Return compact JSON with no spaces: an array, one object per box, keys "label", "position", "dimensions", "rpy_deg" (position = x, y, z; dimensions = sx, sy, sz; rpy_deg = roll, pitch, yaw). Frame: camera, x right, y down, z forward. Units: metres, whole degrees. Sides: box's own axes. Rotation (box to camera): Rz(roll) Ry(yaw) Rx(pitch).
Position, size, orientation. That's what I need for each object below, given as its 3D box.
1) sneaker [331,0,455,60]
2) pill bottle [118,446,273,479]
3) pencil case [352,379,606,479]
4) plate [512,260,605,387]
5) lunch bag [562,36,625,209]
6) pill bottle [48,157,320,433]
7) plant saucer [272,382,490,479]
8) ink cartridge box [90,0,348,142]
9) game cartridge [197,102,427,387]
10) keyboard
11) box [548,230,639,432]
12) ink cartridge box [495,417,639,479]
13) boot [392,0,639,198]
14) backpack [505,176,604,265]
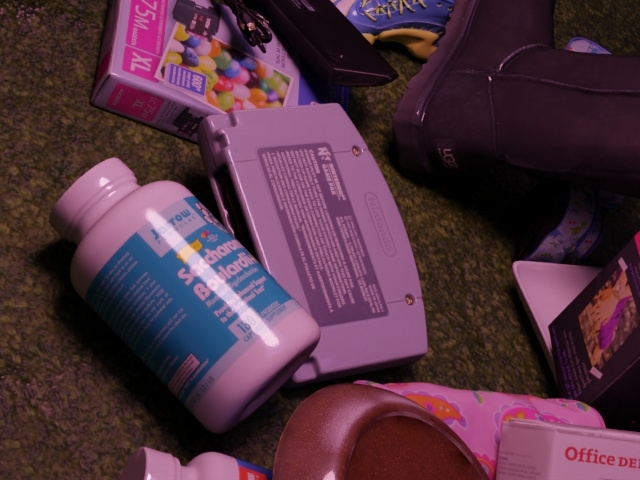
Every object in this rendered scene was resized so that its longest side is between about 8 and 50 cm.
[{"label":"sneaker","position":[0.097,-0.299,2.062],"dimensions":[0.240,0.126,0.091],"rpy_deg":[7,50,-31]},{"label":"pill bottle","position":[-0.068,0.257,1.452],"dimensions":[0.221,0.124,0.124],"rpy_deg":[21,44,-19]},{"label":"pencil case","position":[0.149,0.206,1.660],"dimensions":[0.284,0.124,0.124],"rpy_deg":[7,50,-31]},{"label":"plate","position":[0.361,0.152,1.905],"dimensions":[0.278,0.045,0.277],"rpy_deg":[4,51,-32]},{"label":"lunch bag","position":[0.350,-0.148,2.131],"dimensions":[0.176,0.090,0.219],"rpy_deg":[34,42,-3]},{"label":"pill bottle","position":[-0.136,0.045,1.577],"dimensions":[0.264,0.146,0.146],"rpy_deg":[45,42,8]},{"label":"plant saucer","position":[0.081,0.262,1.437],"dimensions":[0.310,0.050,0.311],"rpy_deg":[31,45,-36]},{"label":"ink cartridge box","position":[-0.095,-0.179,1.873],"dimensions":[0.311,0.065,0.186],"rpy_deg":[21,44,-21]},{"label":"game cartridge","position":[0.000,0.000,1.741],"dimensions":[0.198,0.062,0.297],"rpy_deg":[-5,70,-41]},{"label":"keyboard","position":[-0.058,-0.276,1.931],"dimensions":[0.201,0.033,0.317],"rpy_deg":[3,36,-43]},{"label":"box","position":[0.383,0.089,1.738],"dimensions":[0.165,0.270,0.143],"rpy_deg":[17,46,-22]},{"label":"ink cartridge box","position":[0.248,0.286,1.593],"dimensions":[0.158,0.092,0.218],"rpy_deg":[9,82,-28]},{"label":"boot","position":[0.354,-0.195,1.915],"dimensions":[0.367,0.445,0.146],"rpy_deg":[-61,140,-30]},{"label":"backpack","position":[0.284,-0.028,1.959],"dimensions":[0.084,0.114,0.105],"rpy_deg":[18,44,-21]}]
